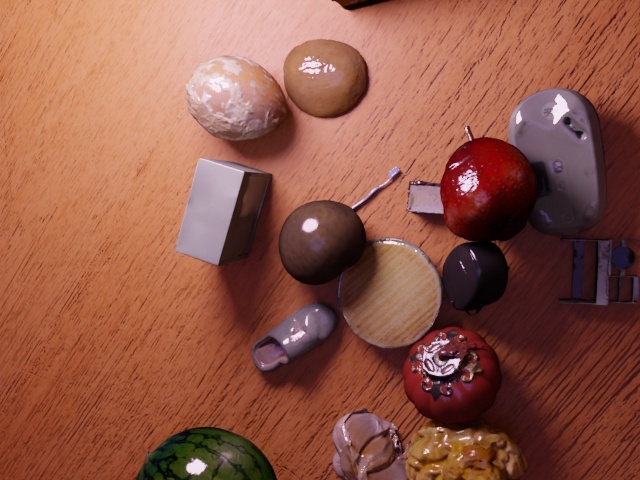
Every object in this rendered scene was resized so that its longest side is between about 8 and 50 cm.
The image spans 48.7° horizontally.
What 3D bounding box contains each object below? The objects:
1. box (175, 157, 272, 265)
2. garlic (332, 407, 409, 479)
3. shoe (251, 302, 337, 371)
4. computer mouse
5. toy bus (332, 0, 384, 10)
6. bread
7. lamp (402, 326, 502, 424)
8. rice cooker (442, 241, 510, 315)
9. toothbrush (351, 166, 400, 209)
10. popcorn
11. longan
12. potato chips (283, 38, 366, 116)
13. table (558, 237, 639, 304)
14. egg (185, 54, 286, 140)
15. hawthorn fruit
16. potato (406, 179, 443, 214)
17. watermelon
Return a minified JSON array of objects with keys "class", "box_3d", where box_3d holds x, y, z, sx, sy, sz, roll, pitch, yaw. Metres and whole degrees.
[{"class":"box","box_3d":[-0.230,-0.071,1.689,0.117,0.225,0.225,18,97,10]},{"class":"garlic","box_3d":[0.113,0.534,1.715,0.230,0.177,0.143,58,135,20]},{"class":"shoe","box_3d":[-0.074,0.248,1.745,0.251,0.100,0.103,-37,86,15]},{"class":"computer mouse","box_3d":[0.533,-0.174,1.583,0.197,0.095,0.331,-5,102,28]},{"class":"toy bus","box_3d":[0.158,-0.621,1.593,0.275,0.167,0.139,-9,92,17]},{"class":"bread","box_3d":[0.166,0.124,1.688,0.266,0.040,0.267,-3,83,21]},{"class":"lamp","box_3d":[0.296,0.303,1.609,0.226,0.227,0.227,1,95,12]},{"class":"rice cooker","box_3d":[0.349,0.083,1.599,0.118,0.203,0.142,-12,62,-12]},{"class":"toothbrush","box_3d":[0.117,-0.112,1.718,0.193,0.013,0.019,-41,79,12]},{"class":"popcorn","box_3d":[0.335,0.515,1.585,0.264,0.332,0.225,3,74,-10]},{"class":"longan","box_3d":[0.000,0.000,1.666,0.212,0.198,0.198,-27,89,15]},{"class":"potato chips","box_3d":[0.004,-0.396,1.697,0.208,0.062,0.195,40,103,4]},{"class":"table","box_3d":[0.632,0.070,1.597,0.175,0.062,0.146,1,95,15]},{"class":"egg","box_3d":[-0.198,-0.335,1.674,0.245,0.203,0.204,15,98,-11]},{"class":"hawthorn fruit","box_3d":[0.361,-0.134,1.536,0.210,0.230,0.266,-16,65,24]},{"class":"potato","box_3d":[0.266,-0.096,1.663,0.122,0.061,0.086,6,95,10]},{"class":"watermelon","box_3d":[-0.275,0.620,1.701,0.362,0.363,0.364,1,95,12]}]
